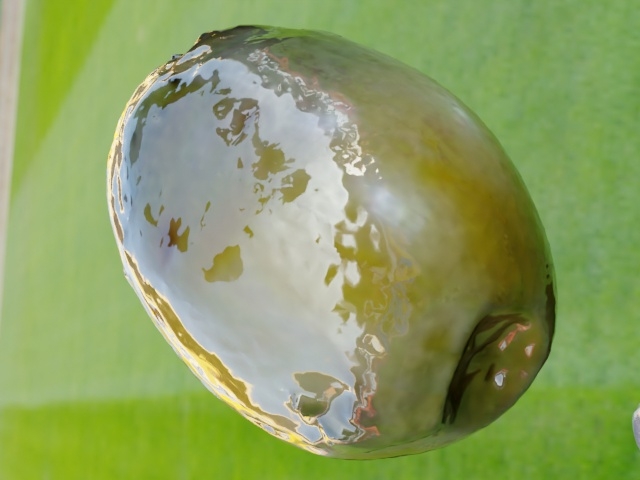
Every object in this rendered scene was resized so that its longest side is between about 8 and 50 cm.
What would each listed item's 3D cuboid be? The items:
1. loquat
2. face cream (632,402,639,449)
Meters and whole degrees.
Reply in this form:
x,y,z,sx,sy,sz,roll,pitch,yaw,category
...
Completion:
x,y,z,sx,sy,sz,roll,pitch,yaw,category
0.000,0.000,0.793,0.227,0.179,0.179,37,130,31,loquat
0.287,0.115,0.981,0.177,0.153,0.177,51,169,14,face cream
